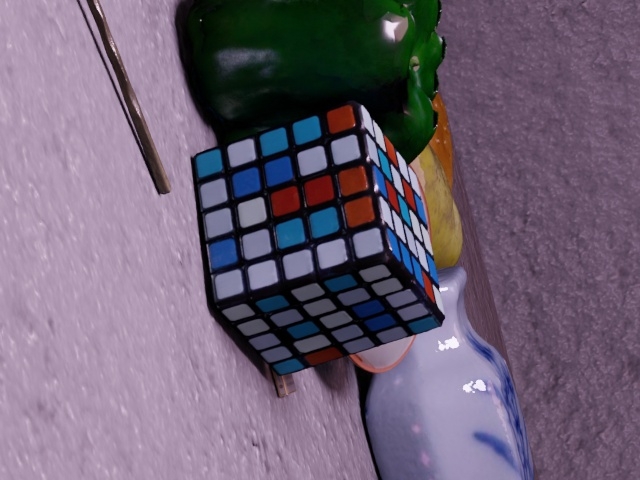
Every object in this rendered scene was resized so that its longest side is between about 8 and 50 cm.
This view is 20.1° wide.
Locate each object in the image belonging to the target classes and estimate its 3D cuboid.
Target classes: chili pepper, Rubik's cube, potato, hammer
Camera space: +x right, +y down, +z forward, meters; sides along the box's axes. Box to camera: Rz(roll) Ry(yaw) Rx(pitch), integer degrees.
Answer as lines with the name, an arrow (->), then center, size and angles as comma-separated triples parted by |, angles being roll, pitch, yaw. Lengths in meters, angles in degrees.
chili pepper -> -0.001, -0.186, 1.891 | 0.248, 0.256, 0.233 | 65, 27, -45
Rubik's cube -> 0.000, 0.000, 1.770 | 0.184, 0.187, 0.182 | 52, 24, -57
potato -> 0.107, -0.049, 2.467 | 0.228, 0.148, 0.197 | 43, 58, -57
hammer -> -0.181, -0.165, 1.556 | 0.058, 0.029, 0.292 | -81, 155, -61

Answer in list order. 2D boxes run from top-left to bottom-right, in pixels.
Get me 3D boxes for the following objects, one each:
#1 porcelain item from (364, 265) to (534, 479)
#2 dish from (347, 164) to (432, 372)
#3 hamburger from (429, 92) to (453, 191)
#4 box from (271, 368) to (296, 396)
porcelain item -> 0.165, 0.247, 2.286 | 0.242, 0.178, 0.405 | -38, 111, -78
dish -> 0.037, 0.022, 2.092 | 0.260, 0.085, 0.260 | -7, 98, -60
hamburger -> 0.115, -0.141, 2.646 | 0.156, 0.144, 0.283 | 56, 24, -58
box -> -0.044, 0.119, 1.866 | 0.046, 0.012, 0.083 | -3, 78, -77
